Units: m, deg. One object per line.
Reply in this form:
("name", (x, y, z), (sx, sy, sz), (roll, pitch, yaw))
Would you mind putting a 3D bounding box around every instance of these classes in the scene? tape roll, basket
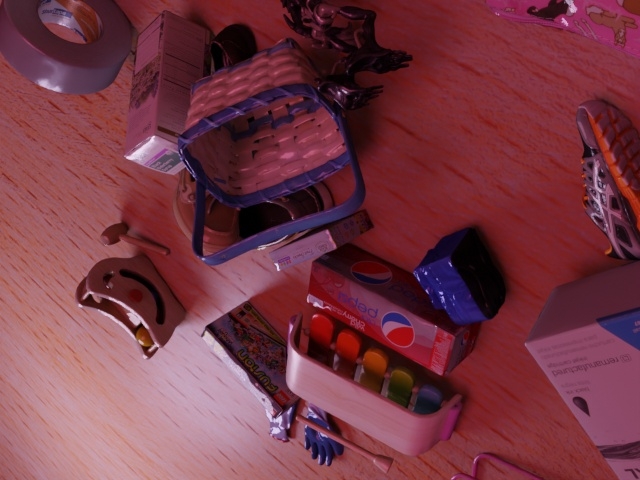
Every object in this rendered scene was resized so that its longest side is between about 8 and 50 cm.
("tape roll", (-0.439, -0.357, 1.379), (0.219, 0.219, 0.072), (52, 134, 7))
("basket", (-0.068, -0.122, 1.129), (0.255, 0.288, 0.201), (-18, 141, 19))

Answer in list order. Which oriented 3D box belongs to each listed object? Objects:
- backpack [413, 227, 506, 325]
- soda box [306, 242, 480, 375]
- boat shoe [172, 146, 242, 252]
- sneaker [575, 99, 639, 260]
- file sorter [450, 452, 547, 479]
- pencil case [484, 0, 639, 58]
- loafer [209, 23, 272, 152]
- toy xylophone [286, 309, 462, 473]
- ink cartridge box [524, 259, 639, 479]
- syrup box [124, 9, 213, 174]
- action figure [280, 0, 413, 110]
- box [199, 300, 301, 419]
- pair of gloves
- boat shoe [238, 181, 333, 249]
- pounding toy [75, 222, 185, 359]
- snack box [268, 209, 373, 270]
("backpack", (0.201, 0.058, 1.144), (0.101, 0.098, 0.120), (-23, 107, 48))
("soda box", (0.110, 0.101, 1.239), (0.263, 0.092, 0.083), (27, 126, 28))
("boat shoe", (-0.181, -0.102, 1.295), (0.089, 0.105, 0.285), (-60, 35, 39))
("sneaker", (0.351, -0.065, 0.969), (0.083, 0.084, 0.214), (-17, 100, 48))
("file sorter", (0.231, 0.486, 1.197), (0.182, 0.291, 0.202), (18, 122, 36))
("pencil case", (0.349, -0.263, 0.822), (0.386, 0.167, 0.160), (30, 160, 25))
("loafer", (-0.139, -0.231, 1.291), (0.080, 0.078, 0.220), (1, 111, 39))
("toy xylophone", (0.063, 0.257, 1.328), (0.323, 0.081, 0.236), (31, 140, 11))
("ink cartridge box", (0.429, 0.179, 0.951), (0.223, 0.129, 0.307), (-27, 104, 44))
("syrup box", (-0.240, -0.234, 1.279), (0.093, 0.096, 0.236), (-26, 57, 44))
("action figure", (0.029, -0.311, 1.080), (0.164, 0.141, 0.275), (-53, 48, 50))
("box", (-0.109, 0.214, 1.461), (0.207, 0.114, 0.036), (45, 133, 13))
("pair of gloves", (-0.037, 0.342, 1.529), (0.198, 0.023, 0.159), (19, 123, 33))
("boat shoe", (-0.119, -0.037, 1.361), (0.305, 0.091, 0.109), (-11, 103, 42))
("pounding toy", (-0.379, 0.094, 1.597), (0.269, 0.154, 0.155), (54, 134, 4))
("snack box", (0.000, 0.000, 1.275), (0.141, 0.100, 0.037), (-22, 96, 43))
